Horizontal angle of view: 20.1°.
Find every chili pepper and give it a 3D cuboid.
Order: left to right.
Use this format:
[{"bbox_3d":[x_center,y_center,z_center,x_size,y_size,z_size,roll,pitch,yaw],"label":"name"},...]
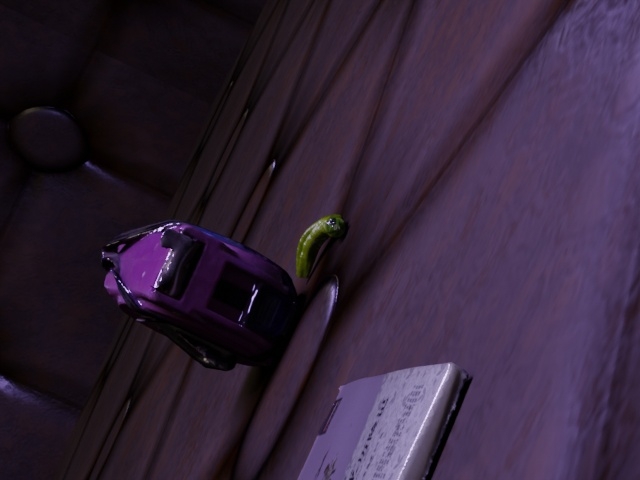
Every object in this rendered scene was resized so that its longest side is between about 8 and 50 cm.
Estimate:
[{"bbox_3d":[-0.001,0.000,1.141,0.083,0.017,0.030,135,157,-67],"label":"chili pepper"}]

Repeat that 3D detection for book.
[{"bbox_3d":[0.008,0.112,0.733,0.127,0.014,0.182,-67,8,-11],"label":"book"}]

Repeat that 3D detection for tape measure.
[{"bbox_3d":[-0.080,0.034,1.160,0.118,0.125,0.074,-2,61,63],"label":"tape measure"}]
